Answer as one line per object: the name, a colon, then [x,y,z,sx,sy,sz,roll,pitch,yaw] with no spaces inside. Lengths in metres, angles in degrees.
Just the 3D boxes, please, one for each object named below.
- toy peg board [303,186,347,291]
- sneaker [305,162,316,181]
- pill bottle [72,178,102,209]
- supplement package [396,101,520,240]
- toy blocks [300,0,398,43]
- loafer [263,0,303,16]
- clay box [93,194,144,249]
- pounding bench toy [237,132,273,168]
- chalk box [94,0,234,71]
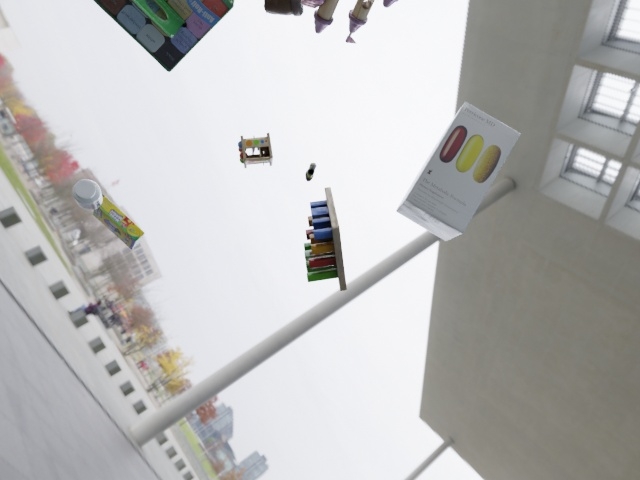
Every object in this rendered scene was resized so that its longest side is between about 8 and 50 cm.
toy peg board: [0.000,0.000,0.977,0.161,0.079,0.161,-100,-179,-55]
sneaker: [-0.038,-0.237,1.655,0.031,0.035,0.083,19,-43,-2]
pill bottle: [-0.614,-0.122,1.234,0.067,0.067,0.120,61,-22,-4]
supplement package: [0.288,-0.142,1.004,0.139,0.244,0.134,31,-6,4]
toy blocks: [0.025,-0.601,1.117,0.260,0.288,0.309,-55,-140,47]
loafer: [-0.135,-0.813,1.389,0.134,0.130,0.366,82,-1,-61]
clay box: [-0.753,-0.072,1.717,0.222,0.053,0.127,44,-31,-9]
pounding bench toy: [-0.133,-0.176,0.953,0.083,0.065,0.052,124,-42,-77]
chalk box: [-0.278,-0.455,0.863,0.180,0.179,0.289,42,20,-31]
